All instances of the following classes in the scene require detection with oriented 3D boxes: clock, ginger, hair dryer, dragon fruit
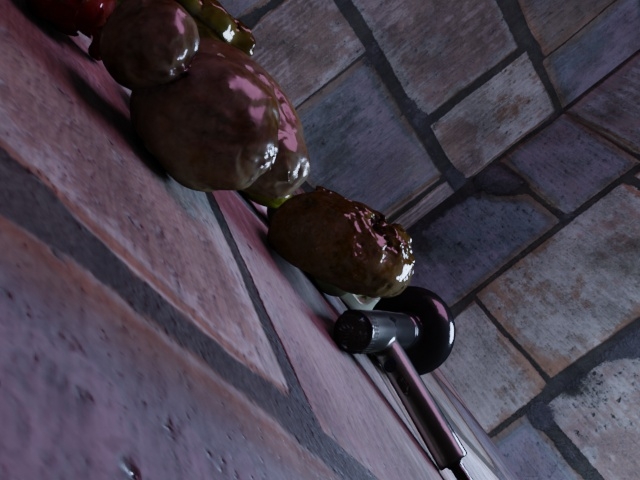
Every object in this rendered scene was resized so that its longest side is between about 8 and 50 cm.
[{"bbox_3d":[0.047,0.071,1.503,0.191,0.062,0.151,51,4,-8],"label":"clock"},{"bbox_3d":[-0.121,-0.147,0.784,0.244,0.155,0.304,54,3,2],"label":"ginger"},{"bbox_3d":[0.130,0.223,1.106,0.320,0.156,0.283,-6,77,-71],"label":"hair dryer"},{"bbox_3d":[-0.257,-0.254,0.761,0.094,0.094,0.190,52,-5,5],"label":"dragon fruit"}]

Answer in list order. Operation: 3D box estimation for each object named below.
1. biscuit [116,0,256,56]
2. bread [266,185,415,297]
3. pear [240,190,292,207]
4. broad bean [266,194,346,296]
[{"bbox_3d":[-0.246,-0.368,1.135,0.335,0.078,0.329,27,-3,5],"label":"biscuit"},{"bbox_3d":[0.037,-0.002,1.083,0.230,0.122,0.230,22,7,-3],"label":"bread"},{"bbox_3d":[-0.098,-0.114,1.216,0.131,0.107,0.107,57,3,-10],"label":"pear"},{"bbox_3d":[0.000,0.000,1.274,0.228,0.100,0.169,45,18,-1],"label":"broad bean"}]
